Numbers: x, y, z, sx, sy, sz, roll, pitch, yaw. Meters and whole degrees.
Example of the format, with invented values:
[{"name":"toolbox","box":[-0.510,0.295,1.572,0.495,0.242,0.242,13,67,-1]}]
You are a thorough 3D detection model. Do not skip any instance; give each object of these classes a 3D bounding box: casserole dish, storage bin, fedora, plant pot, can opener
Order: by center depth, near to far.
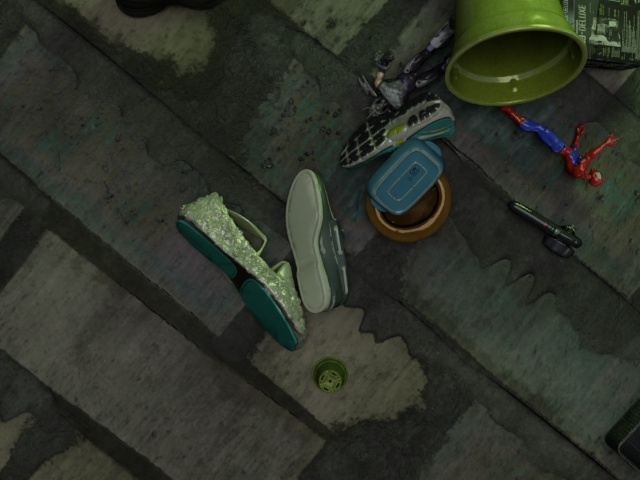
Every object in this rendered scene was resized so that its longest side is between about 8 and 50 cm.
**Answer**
[{"name":"plant pot","box":[0.377,-0.451,1.603,0.276,0.276,0.254,-2,69,1]},{"name":"casserole dish","box":[0.182,-0.129,1.683,0.114,0.037,0.188,38,108,-16]},{"name":"fedora","box":[0.197,-0.090,1.767,0.194,0.079,0.194,1,97,8]},{"name":"can opener","box":[0.501,-0.033,1.776,0.186,0.059,0.073,35,92,-1]},{"name":"storage bin","box":[0.747,0.431,1.777,0.122,0.084,0.180,42,93,-1]},{"name":"plant pot","box":[0.022,0.309,1.781,0.083,0.079,0.083,0,92,0]}]

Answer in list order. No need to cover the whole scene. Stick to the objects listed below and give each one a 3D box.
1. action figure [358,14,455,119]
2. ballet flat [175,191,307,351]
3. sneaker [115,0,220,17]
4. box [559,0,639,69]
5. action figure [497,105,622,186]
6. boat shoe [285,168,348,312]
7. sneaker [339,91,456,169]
[{"name":"action figure","box":[0.207,-0.364,1.751,0.285,0.099,0.185,-40,100,6]},{"name":"ballet flat","box":[-0.145,0.054,1.756,0.147,0.147,0.409,-41,92,2]},{"name":"sneaker","box":[-0.317,-0.561,1.733,0.286,0.130,0.109,-16,90,0]},{"name":"box","box":[0.593,-0.526,1.688,0.242,0.076,0.307,-4,95,-32]},{"name":"action figure","box":[0.541,-0.243,1.751,0.280,0.091,0.139,45,101,-1]},{"name":"boat shoe","box":[0.000,0.000,1.781,0.099,0.116,0.319,-3,83,-42]},{"name":"sneaker","box":[0.165,-0.213,1.726,0.275,0.107,0.110,-22,134,28]}]
